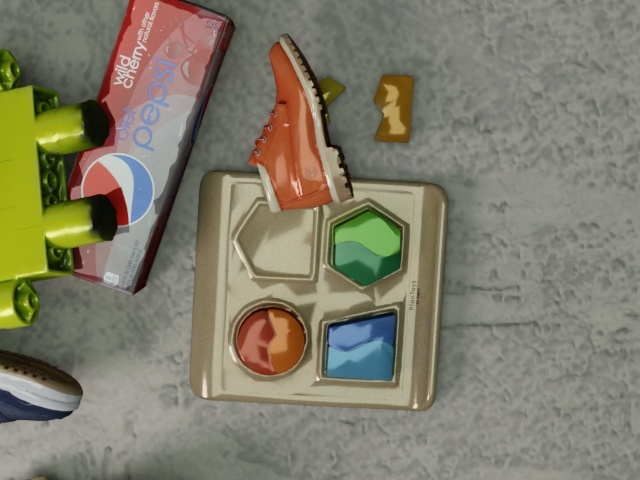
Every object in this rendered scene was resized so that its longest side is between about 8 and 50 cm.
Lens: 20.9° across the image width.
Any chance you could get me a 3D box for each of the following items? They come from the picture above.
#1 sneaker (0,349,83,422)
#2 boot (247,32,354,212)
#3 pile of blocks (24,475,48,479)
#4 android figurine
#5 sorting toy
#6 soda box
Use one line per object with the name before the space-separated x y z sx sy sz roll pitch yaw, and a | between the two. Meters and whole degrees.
sneaker | -0.361 0.165 1.569 0.282 0.099 0.153 12 90 8
boot | -0.032 -0.102 1.538 0.084 0.059 0.158 -16 88 9
pile of blocks | -0.283 0.316 1.592 0.362 0.149 0.112 -12 137 12
android figurine | -0.308 -0.040 1.530 0.273 0.056 0.248 -8 83 24
sorting toy | 0.000 0.000 1.575 0.229 0.041 0.307 4 95 1
soda box | -0.162 -0.090 1.551 0.092 0.083 0.263 20 95 2
